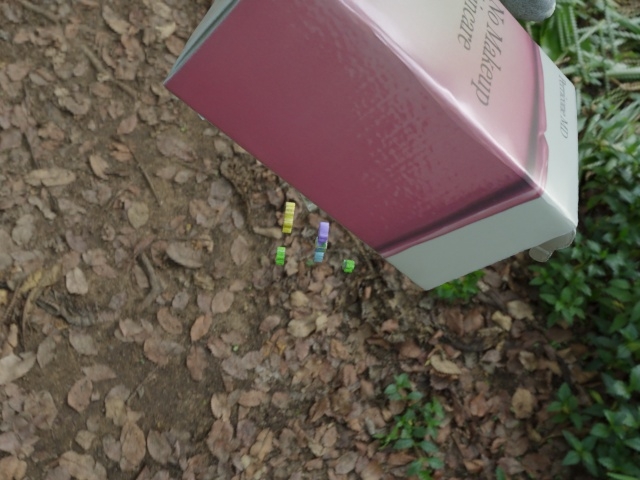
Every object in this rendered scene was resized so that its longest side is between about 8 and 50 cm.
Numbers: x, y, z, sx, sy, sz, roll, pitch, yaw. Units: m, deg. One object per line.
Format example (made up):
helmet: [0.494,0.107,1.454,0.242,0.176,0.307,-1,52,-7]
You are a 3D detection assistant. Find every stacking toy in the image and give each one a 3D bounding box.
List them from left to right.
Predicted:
stacking toy: [0.000,0.000,1.259,0.167,0.221,0.052,7,62,-5]

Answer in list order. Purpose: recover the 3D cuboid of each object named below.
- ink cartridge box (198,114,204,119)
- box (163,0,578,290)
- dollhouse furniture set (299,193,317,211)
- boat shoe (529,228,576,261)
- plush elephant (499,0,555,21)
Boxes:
ink cartridge box: [-0.220,-0.473,1.659,0.121,0.289,0.211,51,40,-17]
box: [0.046,-0.101,0.401,0.232,0.127,0.148,36,49,-24]
dollhouse furniture set: [-0.006,-0.171,1.408,0.123,0.151,0.144,-27,78,-4]
boat shoe: [0.612,-0.012,1.624,0.075,0.206,0.065,33,67,9]
plush elephant: [0.271,-0.501,0.845,0.272,0.329,0.255,29,28,15]
